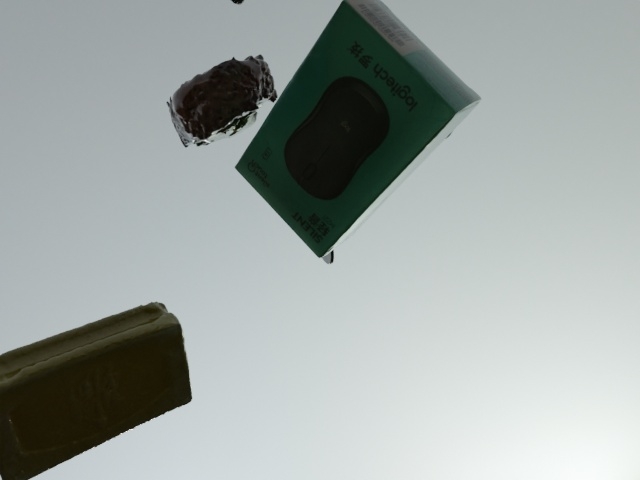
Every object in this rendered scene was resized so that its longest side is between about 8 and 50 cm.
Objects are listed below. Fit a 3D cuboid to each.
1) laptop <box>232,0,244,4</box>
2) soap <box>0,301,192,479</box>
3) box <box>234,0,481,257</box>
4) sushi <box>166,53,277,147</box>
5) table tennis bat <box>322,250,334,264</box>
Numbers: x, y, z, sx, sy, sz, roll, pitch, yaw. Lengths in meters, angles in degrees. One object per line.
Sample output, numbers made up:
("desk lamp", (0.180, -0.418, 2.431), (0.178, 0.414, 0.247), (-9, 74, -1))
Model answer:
("laptop", (-0.115, -0.355, 0.539), (0.135, 0.016, 0.197), (-60, -21, 13))
("soap", (-0.379, 0.243, 0.827), (0.315, 0.091, 0.199), (-17, -61, -34))
("box", (0.038, -0.146, 0.707), (0.311, 0.205, 0.118), (-47, -9, 37))
("sushi", (-0.183, -0.211, 0.813), (0.241, 0.161, 0.107), (-19, -76, 26))
("table tennis bat", (0.000, 0.000, 1.119), (0.013, 0.156, 0.087), (-13, -68, -14))
